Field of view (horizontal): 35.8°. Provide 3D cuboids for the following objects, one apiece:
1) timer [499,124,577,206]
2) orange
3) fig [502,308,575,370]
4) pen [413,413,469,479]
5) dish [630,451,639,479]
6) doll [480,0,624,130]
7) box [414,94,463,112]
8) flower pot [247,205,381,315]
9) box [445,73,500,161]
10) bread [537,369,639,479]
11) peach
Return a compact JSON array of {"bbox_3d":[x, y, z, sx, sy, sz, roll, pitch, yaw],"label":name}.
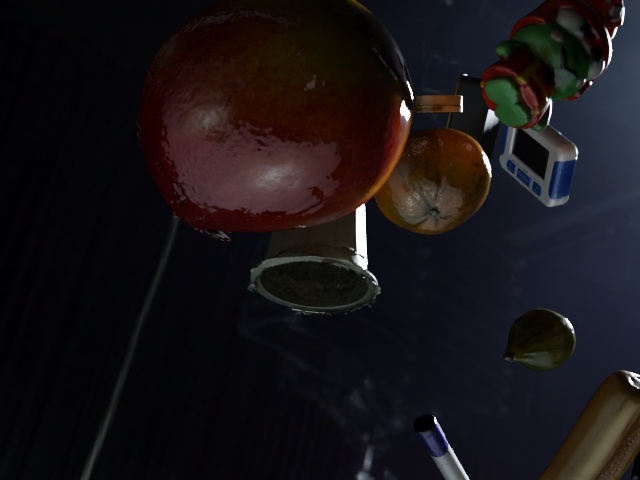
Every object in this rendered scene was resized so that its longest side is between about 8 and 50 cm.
[{"bbox_3d":[0.557,-0.215,2.521,0.078,0.253,0.178,-10,-53,-20],"label":"timer"},{"bbox_3d":[0.224,-0.115,1.988,0.240,0.171,0.240,-2,-48,-2],"label":"orange"},{"bbox_3d":[0.420,0.217,1.980,0.133,0.185,0.127,34,-33,34],"label":"fig"},{"bbox_3d":[0.189,0.329,1.374,0.033,0.033,0.269,-2,-44,32],"label":"pen"},{"bbox_3d":[0.770,0.426,2.011,0.120,0.303,0.303,24,-25,-10],"label":"dish"},{"bbox_3d":[0.439,-0.350,1.825,0.183,0.363,0.160,55,-19,-18],"label":"doll"},{"bbox_3d":[0.252,-0.291,2.115,0.105,0.037,0.105,0,6,0],"label":"box"},{"bbox_3d":[0.000,0.000,2.169,0.290,0.259,0.290,6,-28,3],"label":"flower pot"},{"bbox_3d":[0.363,-0.278,2.331,0.090,0.201,0.144,14,-2,25],"label":"box"},{"bbox_3d":[0.347,0.269,1.260,0.092,0.074,0.239,10,-61,-32],"label":"bread"},{"bbox_3d":[-0.064,-0.163,1.325,0.370,0.370,0.370,11,-23,5],"label":"peach"}]
